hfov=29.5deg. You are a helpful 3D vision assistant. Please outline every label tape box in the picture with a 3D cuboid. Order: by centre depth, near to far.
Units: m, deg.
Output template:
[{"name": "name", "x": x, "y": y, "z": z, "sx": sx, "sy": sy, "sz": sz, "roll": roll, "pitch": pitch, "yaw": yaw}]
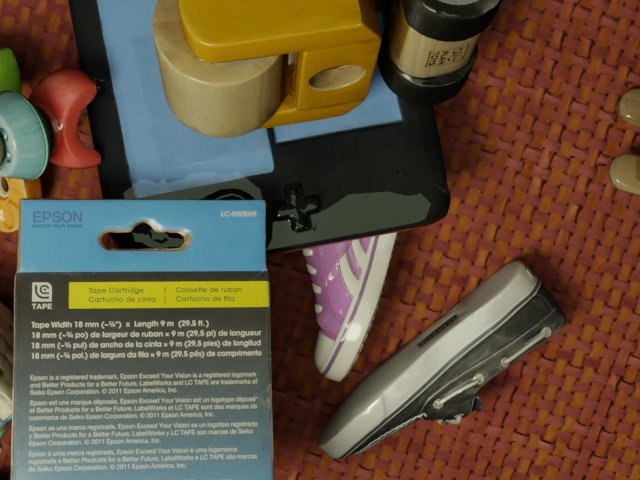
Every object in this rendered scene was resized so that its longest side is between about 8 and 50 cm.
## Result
[{"name": "label tape box", "x": -0.169, "y": 0.133, "z": 1.169, "sx": 0.241, "sy": 0.106, "sz": 0.333, "roll": 0, "pitch": 79, "yaw": -7}]

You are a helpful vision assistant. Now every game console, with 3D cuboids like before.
[{"name": "game console", "x": -0.068, "y": -0.177, "z": 1.223, "sx": 0.342, "sy": 0.060, "sz": 0.386, "roll": -10, "pitch": 88, "yaw": 4}]

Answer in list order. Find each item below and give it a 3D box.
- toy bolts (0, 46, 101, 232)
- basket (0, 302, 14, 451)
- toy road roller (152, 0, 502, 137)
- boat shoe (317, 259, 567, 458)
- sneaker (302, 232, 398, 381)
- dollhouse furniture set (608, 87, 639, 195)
[{"name": "toy bolts", "x": -0.342, "y": -0.088, "z": 1.194, "sx": 0.229, "sy": 0.158, "sz": 0.218, "roll": 12, "pitch": 115, "yaw": 38}, {"name": "basket", "x": -0.441, "y": 0.183, "z": 1.238, "sx": 0.289, "sy": 0.254, "sz": 0.201, "roll": -35, "pitch": 112, "yaw": 8}, {"name": "toy road roller", "x": 0.001, "y": -0.249, "z": 1.115, "sx": 0.330, "sy": 0.202, "sz": 0.240, "roll": -13, "pitch": 75, "yaw": -7}, {"name": "boat shoe", "x": 0.134, "y": 0.153, "z": 1.321, "sx": 0.301, "sy": 0.108, "sz": 0.102, "roll": -40, "pitch": 98, "yaw": 2}, {"name": "sneaker", "x": 0.000, "y": 0.000, "z": 1.293, "sx": 0.161, "sy": 0.102, "sz": 0.282, "roll": 15, "pitch": 92, "yaw": 1}, {"name": "dollhouse furniture set", "x": 0.341, "y": -0.180, "z": 1.190, "sx": 0.161, "sy": 0.212, "sz": 0.242, "roll": 13, "pitch": 76, "yaw": -4}]
